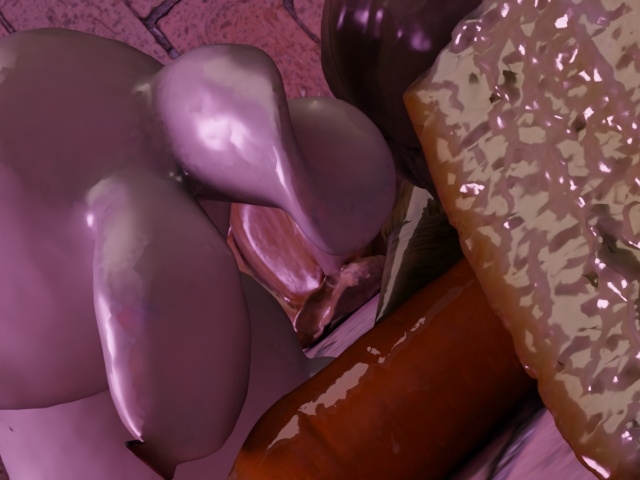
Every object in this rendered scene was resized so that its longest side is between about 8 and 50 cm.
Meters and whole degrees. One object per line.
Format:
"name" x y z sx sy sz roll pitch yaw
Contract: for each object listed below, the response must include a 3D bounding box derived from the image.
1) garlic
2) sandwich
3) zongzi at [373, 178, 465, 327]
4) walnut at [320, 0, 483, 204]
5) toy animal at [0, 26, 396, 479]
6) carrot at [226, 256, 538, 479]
"garlic" 0.000 0.000 1.535 0.160 0.191 0.214 -13 -28 -33
"sandwich" 0.102 -0.045 0.395 0.122 0.128 0.236 -50 -4 30
"zongzi" 0.119 -0.052 0.894 0.205 0.094 0.204 -40 5 33
"walnut" 0.113 -0.112 0.762 0.224 0.224 0.224 -41 1 1
"toy animal" -0.092 0.026 0.677 0.183 0.247 0.310 -49 -23 -30
"carrot" 0.070 0.025 0.575 0.271 0.066 0.062 -40 40 -19
